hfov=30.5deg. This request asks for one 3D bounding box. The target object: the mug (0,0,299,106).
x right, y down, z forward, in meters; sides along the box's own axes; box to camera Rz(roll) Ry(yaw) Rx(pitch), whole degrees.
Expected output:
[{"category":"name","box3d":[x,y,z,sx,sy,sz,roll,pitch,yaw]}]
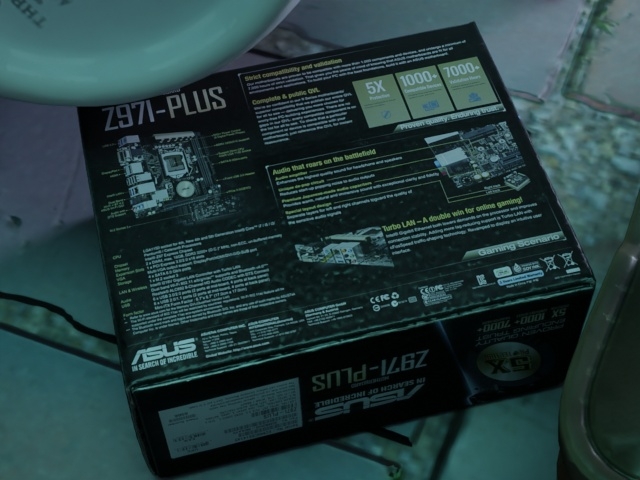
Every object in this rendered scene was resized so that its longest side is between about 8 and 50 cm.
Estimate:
[{"category":"mug","box3d":[-0.128,-0.251,0.457,0.276,0.374,0.328,-22,49,6]}]

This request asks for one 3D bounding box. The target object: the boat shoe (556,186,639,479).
[{"category":"boat shoe","box3d":[0.176,0.003,0.474,0.111,0.104,0.307,24,60,28]}]

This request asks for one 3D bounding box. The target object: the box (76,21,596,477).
[{"category":"box","box3d":[0.000,0.000,0.492,0.180,0.077,0.147,-13,55,-8]}]
